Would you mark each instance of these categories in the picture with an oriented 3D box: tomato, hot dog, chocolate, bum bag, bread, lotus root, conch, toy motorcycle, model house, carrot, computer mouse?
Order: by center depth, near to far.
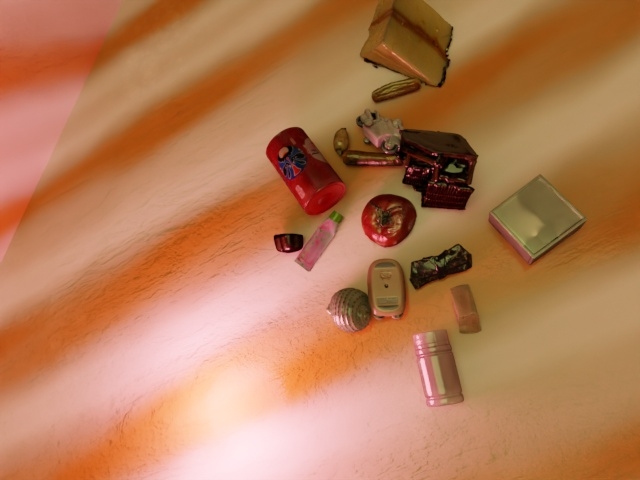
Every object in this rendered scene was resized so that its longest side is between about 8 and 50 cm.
[{"bbox_3d":[0.534,0.252,1.685,0.077,0.105,0.152,-12,40,15],"label":"bread"},{"bbox_3d":[0.449,0.096,1.729,0.248,0.069,0.102,-24,105,9],"label":"bum bag"},{"bbox_3d":[0.424,-0.244,1.742,0.317,0.297,0.282,9,122,15],"label":"model house"},{"bbox_3d":[0.253,0.185,1.756,0.145,0.082,0.236,-5,70,5],"label":"computer mouse"},{"bbox_3d":[0.103,0.263,1.764,0.200,0.131,0.172,11,80,20],"label":"conch"},{"bbox_3d":[0.267,-0.090,1.826,0.228,0.101,0.227,-4,77,18],"label":"tomato"},{"bbox_3d":[0.221,-0.345,1.923,0.260,0.070,0.070,5,77,19],"label":"carrot"},{"bbox_3d":[0.272,-0.466,1.929,0.171,0.110,0.260,-27,58,-14],"label":"toy motorcycle"},{"bbox_3d":[-0.132,0.015,1.932,0.149,0.125,0.080,-9,79,54],"label":"chocolate"},{"bbox_3d":[0.325,-0.658,1.985,0.216,0.066,0.047,-15,29,15],"label":"hot dog"},{"bbox_3d":[0.087,-0.428,1.990,0.072,0.063,0.151,-16,60,39],"label":"lotus root"},{"bbox_3d":[0.395,-0.889,2.041,0.405,0.242,0.345,31,82,-10],"label":"bread"}]

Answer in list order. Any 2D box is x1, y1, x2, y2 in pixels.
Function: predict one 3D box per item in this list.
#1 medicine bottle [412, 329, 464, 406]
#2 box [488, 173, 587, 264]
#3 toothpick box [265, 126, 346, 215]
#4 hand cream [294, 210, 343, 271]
[{"bbox_3d":[0.412,0.448,1.612,0.133,0.133,0.249,-14,73,14],"label":"medicine bottle"},{"bbox_3d":[0.772,-0.073,1.646,0.225,0.117,0.225,-38,67,5],"label":"box"},{"bbox_3d":[-0.064,-0.294,1.932,0.204,0.204,0.333,-38,68,5],"label":"toothpick box"},{"bbox_3d":[0.000,0.000,1.921,0.275,0.050,0.079,-55,42,4],"label":"hand cream"}]
